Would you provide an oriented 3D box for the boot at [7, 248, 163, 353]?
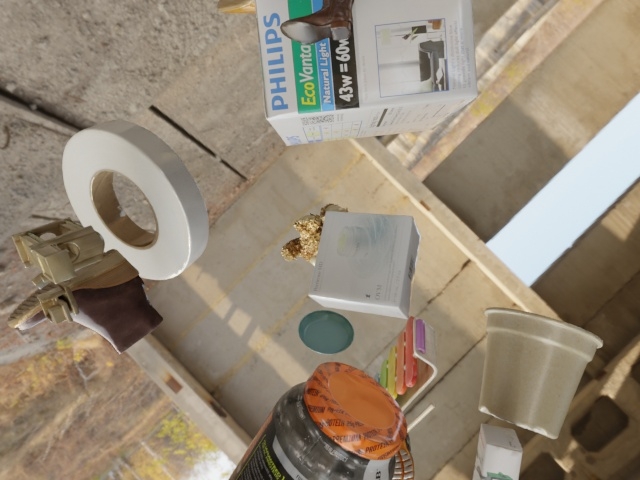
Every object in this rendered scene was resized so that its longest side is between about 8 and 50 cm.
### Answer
[{"bbox_3d":[-0.467,0.160,0.932,0.090,0.207,0.248,7,-144,46],"label":"boot"}]

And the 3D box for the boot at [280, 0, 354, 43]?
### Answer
[{"bbox_3d":[0.000,-0.341,0.656,0.037,0.106,0.114,87,9,-68],"label":"boot"}]

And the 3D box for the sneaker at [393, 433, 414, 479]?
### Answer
[{"bbox_3d":[0.254,0.663,1.414,0.084,0.215,0.083,-16,157,25],"label":"sneaker"}]

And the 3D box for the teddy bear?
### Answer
[{"bbox_3d":[0.000,0.000,1.458,0.245,0.113,0.338,-18,156,-30],"label":"teddy bear"}]

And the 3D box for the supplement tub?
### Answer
[{"bbox_3d":[-0.022,0.373,0.709,0.338,0.207,0.207,-59,172,16],"label":"supplement tub"}]

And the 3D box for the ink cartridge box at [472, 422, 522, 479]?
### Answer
[{"bbox_3d":[0.464,0.625,1.203,0.160,0.092,0.220,14,85,-75],"label":"ink cartridge box"}]

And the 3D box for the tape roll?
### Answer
[{"bbox_3d":[-0.440,-0.083,1.068,0.392,0.392,0.072,-49,180,40],"label":"tape roll"}]

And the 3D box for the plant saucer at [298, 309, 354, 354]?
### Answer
[{"bbox_3d":[0.011,0.198,0.954,0.119,0.119,0.021,-41,148,-44],"label":"plant saucer"}]

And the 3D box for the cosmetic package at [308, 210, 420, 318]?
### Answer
[{"bbox_3d":[0.112,0.058,1.116,0.138,0.224,0.224,46,52,-61],"label":"cosmetic package"}]

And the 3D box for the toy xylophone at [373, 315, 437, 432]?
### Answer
[{"bbox_3d":[0.202,0.353,1.123,0.236,0.081,0.323,-77,-170,-60],"label":"toy xylophone"}]

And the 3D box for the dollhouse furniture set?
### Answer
[{"bbox_3d":[-0.384,0.062,0.719,0.181,0.161,0.101,14,-149,43],"label":"dollhouse furniture set"}]

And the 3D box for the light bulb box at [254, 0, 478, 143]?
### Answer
[{"bbox_3d":[0.079,-0.338,0.908,0.360,0.226,0.358,-5,-176,2],"label":"light bulb box"}]

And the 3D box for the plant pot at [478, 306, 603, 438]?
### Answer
[{"bbox_3d":[0.626,0.402,1.355,0.334,0.333,0.306,116,-6,-78],"label":"plant pot"}]

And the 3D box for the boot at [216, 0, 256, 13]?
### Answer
[{"bbox_3d":[-0.098,-0.568,1.147,0.211,0.295,0.104,36,63,-52],"label":"boot"}]
